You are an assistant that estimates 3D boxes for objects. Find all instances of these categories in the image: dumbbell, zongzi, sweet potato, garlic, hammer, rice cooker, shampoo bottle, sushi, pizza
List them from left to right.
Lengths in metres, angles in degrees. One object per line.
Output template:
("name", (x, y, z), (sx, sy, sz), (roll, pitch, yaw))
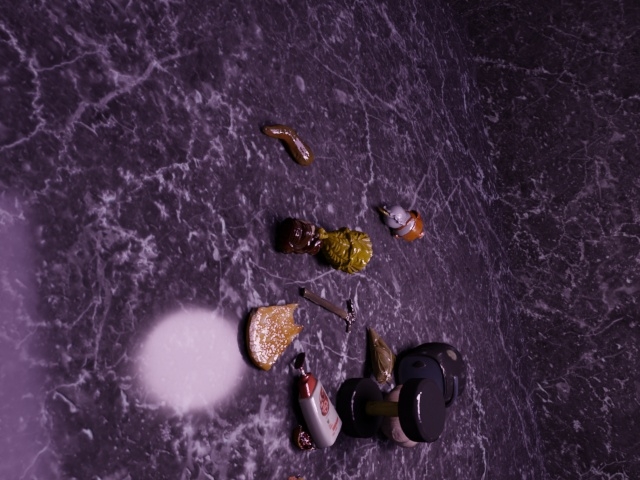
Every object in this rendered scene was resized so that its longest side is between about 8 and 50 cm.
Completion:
("pizza", (-0.141, 0.267, 1.549), (0.262, 0.034, 0.180), (-36, 108, -49))
("sweet potato", (-0.105, -0.343, 1.746), (0.233, 0.062, 0.081), (37, 55, -36))
("sushi", (-0.051, 0.618, 1.554), (0.099, 0.047, 0.050), (54, 46, -25))
("shampoo bottle", (-0.019, 0.502, 1.600), (0.283, 0.071, 0.153), (70, 21, -8))
("hammer", (0.031, 0.232, 1.782), (0.297, 0.027, 0.125), (33, 57, -41))
("zongzi", (0.211, 0.436, 1.885), (0.177, 0.082, 0.189), (61, 21, -11))
("dumbbell", (0.237, 0.569, 1.703), (0.204, 0.323, 0.203), (18, 66, -48))
("garlic", (0.306, 0.664, 1.901), (0.228, 0.152, 0.227), (20, 63, -46))
("rice cooker", (0.458, 0.548, 2.054), (0.225, 0.267, 0.266), (-2, 81, -55))

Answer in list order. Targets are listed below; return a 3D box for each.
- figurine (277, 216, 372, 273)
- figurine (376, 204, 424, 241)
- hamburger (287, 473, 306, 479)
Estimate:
("figurine", (0.002, -0.004, 1.711), (0.316, 0.168, 0.187), (21, 21, -38))
("figurine", (0.344, -0.080, 2.190), (0.272, 0.143, 0.143), (12, 70, -28))
("hamburger", (-0.127, 0.757, 1.333), (0.283, 0.245, 0.155), (-7, 90, -8))
